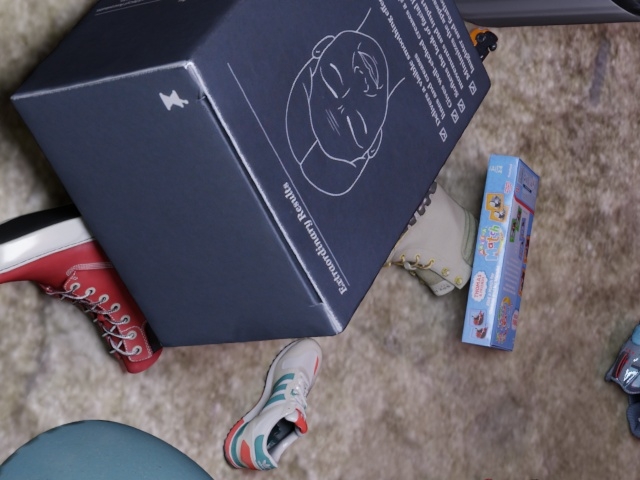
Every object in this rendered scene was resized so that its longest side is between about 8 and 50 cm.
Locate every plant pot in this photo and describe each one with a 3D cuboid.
[{"bbox_3d":[-0.167,0.322,1.642,0.290,0.195,0.290,-4,96,-43],"label":"plant pot"}]

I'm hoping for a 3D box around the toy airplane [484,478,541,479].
[{"bbox_3d":[0.222,0.488,1.955,0.386,0.272,0.384,54,31,4],"label":"toy airplane"}]

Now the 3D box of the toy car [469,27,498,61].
[{"bbox_3d":[0.144,-0.218,1.985,0.122,0.040,0.060,-2,123,-46],"label":"toy car"}]

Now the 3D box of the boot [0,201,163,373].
[{"bbox_3d":[-0.219,0.054,1.646,0.244,0.088,0.176,-18,107,-44],"label":"boot"}]

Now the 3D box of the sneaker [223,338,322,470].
[{"bbox_3d":[-0.030,0.174,1.837,0.161,0.075,0.057,-55,127,-24],"label":"sneaker"}]

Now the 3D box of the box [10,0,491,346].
[{"bbox_3d":[-0.046,-0.138,1.644,0.293,0.212,0.395,62,40,-27],"label":"box"}]

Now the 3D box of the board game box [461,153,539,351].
[{"bbox_3d":[0.207,0.018,2.021,0.160,0.039,0.211,22,76,-74],"label":"board game box"}]

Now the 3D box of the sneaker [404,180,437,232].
[{"bbox_3d":[0.000,0.000,1.832,0.279,0.118,0.107,-38,109,-10],"label":"sneaker"}]

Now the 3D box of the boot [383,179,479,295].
[{"bbox_3d":[0.090,0.019,1.938,0.165,0.077,0.213,47,62,-38],"label":"boot"}]

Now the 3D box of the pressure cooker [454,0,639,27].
[{"bbox_3d":[0.308,-0.409,1.866,0.375,0.420,0.369,32,73,-39],"label":"pressure cooker"}]

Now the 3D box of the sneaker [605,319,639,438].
[{"bbox_3d":[0.450,0.215,2.295,0.125,0.104,0.262,-47,120,-9],"label":"sneaker"}]
